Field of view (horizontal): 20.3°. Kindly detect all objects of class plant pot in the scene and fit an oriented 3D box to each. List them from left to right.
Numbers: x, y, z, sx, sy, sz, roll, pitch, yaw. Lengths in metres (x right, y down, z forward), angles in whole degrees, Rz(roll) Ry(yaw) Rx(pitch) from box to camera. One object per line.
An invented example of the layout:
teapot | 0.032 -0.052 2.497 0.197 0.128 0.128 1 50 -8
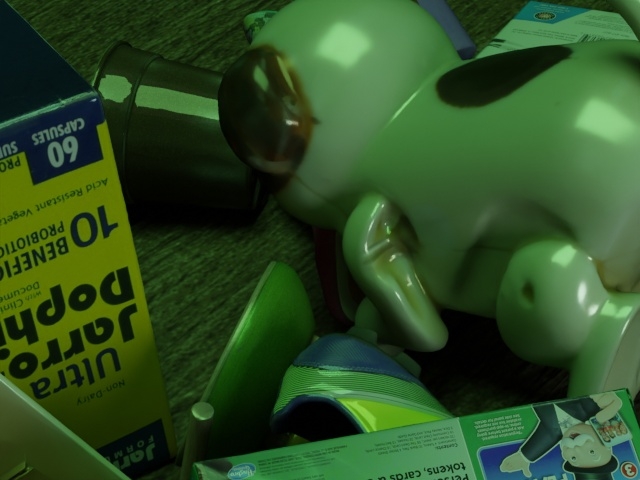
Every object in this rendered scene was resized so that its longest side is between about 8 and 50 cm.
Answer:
plant pot | -0.130 -0.103 1.748 0.165 0.167 0.167 9 38 11

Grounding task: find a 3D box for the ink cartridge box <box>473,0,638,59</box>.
ink cartridge box | 0.234 -0.151 1.793 0.148 0.086 0.203 14 42 29

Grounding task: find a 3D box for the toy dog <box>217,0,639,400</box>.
toy dog | 0.110 -0.061 1.447 0.408 0.395 0.284 24 55 26

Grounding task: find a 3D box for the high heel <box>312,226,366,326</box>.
high heel | 0.000 0.000 1.664 0.117 0.082 0.244 -29 42 29

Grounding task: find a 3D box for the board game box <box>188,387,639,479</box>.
board game box | 0.088 0.225 1.188 0.317 0.046 0.213 -8 65 -16

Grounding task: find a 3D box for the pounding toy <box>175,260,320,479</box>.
pounding toy | -0.036 0.135 1.407 0.110 0.183 0.237 25 41 1

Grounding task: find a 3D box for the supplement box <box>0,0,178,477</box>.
supplement box | -0.263 0.028 1.407 0.194 0.356 0.195 -23 38 -20

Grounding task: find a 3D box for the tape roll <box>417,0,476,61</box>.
tape roll | 0.056 -0.171 1.769 0.189 0.189 0.080 -30 84 -28

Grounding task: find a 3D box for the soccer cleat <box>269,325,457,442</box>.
soccer cleat | 0.092 0.176 1.294 0.289 0.093 0.121 32 48 10

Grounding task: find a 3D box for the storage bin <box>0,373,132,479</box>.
storage bin | -0.252 0.219 1.202 0.123 0.262 0.260 -34 29 21

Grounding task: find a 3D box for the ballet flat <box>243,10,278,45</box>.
ballet flat | -0.009 -0.194 1.927 0.221 0.077 0.079 17 62 31
